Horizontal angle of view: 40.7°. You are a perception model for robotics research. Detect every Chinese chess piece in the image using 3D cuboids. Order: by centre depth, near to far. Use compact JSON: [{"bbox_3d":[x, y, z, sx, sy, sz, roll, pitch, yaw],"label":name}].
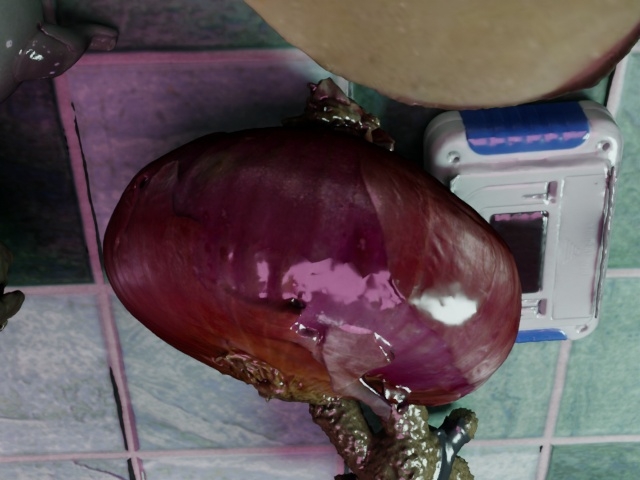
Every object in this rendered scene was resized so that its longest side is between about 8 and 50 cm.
[{"bbox_3d":[0.075,-0.232,0.548,0.338,0.140,0.338,19,154,10],"label":"Chinese chess piece"}]

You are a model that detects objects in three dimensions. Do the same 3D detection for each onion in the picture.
[{"bbox_3d":[0.000,0.000,0.732,0.347,0.285,0.347,11,165,3],"label":"onion"}]

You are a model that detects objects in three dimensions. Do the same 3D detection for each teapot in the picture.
[{"bbox_3d":[-0.311,-0.185,0.660,0.294,0.129,0.193,18,122,-11],"label":"teapot"}]

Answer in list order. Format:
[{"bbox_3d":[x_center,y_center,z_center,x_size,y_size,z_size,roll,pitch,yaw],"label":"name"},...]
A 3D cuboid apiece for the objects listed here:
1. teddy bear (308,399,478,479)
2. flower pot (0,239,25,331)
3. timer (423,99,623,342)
[{"bbox_3d":[0.086,0.239,0.957,0.182,0.129,0.251,-27,120,18],"label":"teddy bear"},{"bbox_3d":[-0.412,0.038,0.718,0.301,0.213,0.302,14,147,9],"label":"flower pot"},{"bbox_3d":[0.189,-0.004,0.829,0.178,0.078,0.253,-5,125,2],"label":"timer"}]
